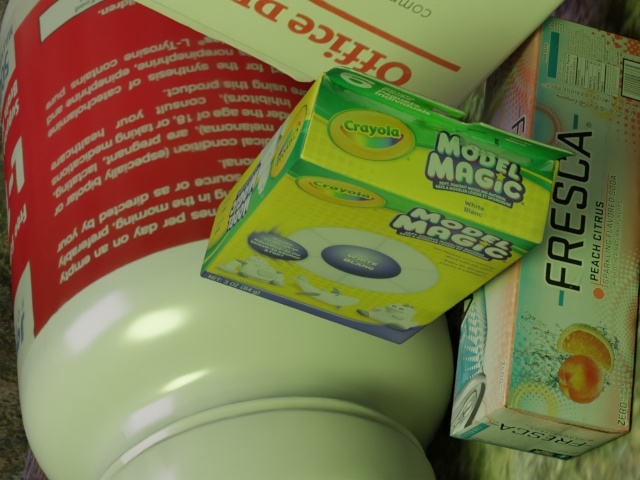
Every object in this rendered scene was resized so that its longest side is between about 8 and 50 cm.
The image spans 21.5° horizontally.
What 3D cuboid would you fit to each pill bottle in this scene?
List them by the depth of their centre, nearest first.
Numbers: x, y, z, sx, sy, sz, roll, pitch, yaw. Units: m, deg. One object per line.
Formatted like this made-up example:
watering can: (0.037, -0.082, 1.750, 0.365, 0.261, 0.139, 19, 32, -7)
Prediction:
pill bottle: (-0.056, 0.016, 0.930, 0.229, 0.229, 0.408, 116, 152, -42)

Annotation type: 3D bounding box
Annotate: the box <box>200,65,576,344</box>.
box: (0.024, -0.011, 0.699, 0.179, 0.105, 0.043, 132, 155, -62)

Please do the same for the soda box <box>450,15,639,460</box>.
soda box: (0.101, -0.002, 0.731, 0.063, 0.058, 0.183, 133, 148, -64)

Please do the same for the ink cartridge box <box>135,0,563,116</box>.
ink cartridge box: (0.026, -0.180, 0.694, 0.353, 0.207, 0.119, -46, 35, 34)
